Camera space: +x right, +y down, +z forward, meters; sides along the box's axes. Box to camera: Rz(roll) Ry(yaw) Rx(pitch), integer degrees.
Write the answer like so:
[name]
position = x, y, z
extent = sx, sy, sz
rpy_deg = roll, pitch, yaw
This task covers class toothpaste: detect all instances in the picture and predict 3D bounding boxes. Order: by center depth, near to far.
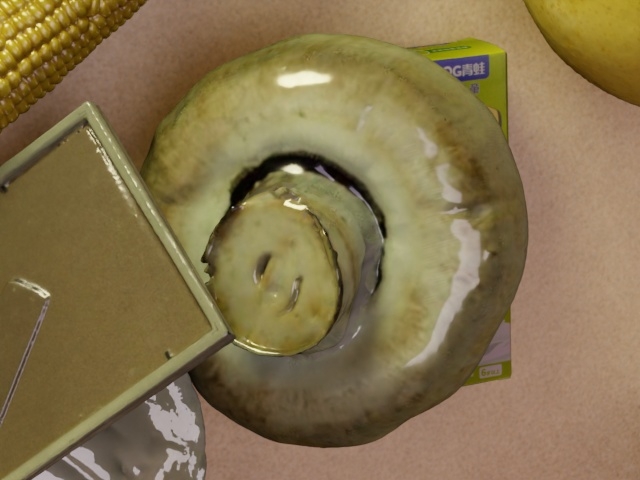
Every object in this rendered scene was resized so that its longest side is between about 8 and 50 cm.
[toothpaste]
position = 0.111, -0.020, 1.765
extent = 0.110, 0.077, 0.327
rpy_deg = -8, 107, -20

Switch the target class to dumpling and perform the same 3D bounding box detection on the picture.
[dumpling]
position = -0.213, 0.152, 1.614
extent = 0.243, 0.175, 0.227
rpy_deg = 37, 96, -26

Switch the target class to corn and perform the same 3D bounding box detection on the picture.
[corn]
position = -0.222, -0.188, 1.565
extent = 0.305, 0.106, 0.106
rpy_deg = -41, 115, -9

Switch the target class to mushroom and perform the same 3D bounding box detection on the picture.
[mushroom]
position = 0.000, 0.000, 1.595
extent = 0.352, 0.260, 0.352
rpy_deg = 3, 99, 20

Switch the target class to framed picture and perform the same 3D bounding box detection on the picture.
[framed picture]
position = -0.254, 0.071, 1.533
extent = 0.324, 0.240, 0.020
rpy_deg = -36, 161, 8

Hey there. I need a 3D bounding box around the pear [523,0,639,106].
[pear]
position = 0.334, -0.273, 1.661
extent = 0.348, 0.348, 0.348
rpy_deg = -6, 106, -21
